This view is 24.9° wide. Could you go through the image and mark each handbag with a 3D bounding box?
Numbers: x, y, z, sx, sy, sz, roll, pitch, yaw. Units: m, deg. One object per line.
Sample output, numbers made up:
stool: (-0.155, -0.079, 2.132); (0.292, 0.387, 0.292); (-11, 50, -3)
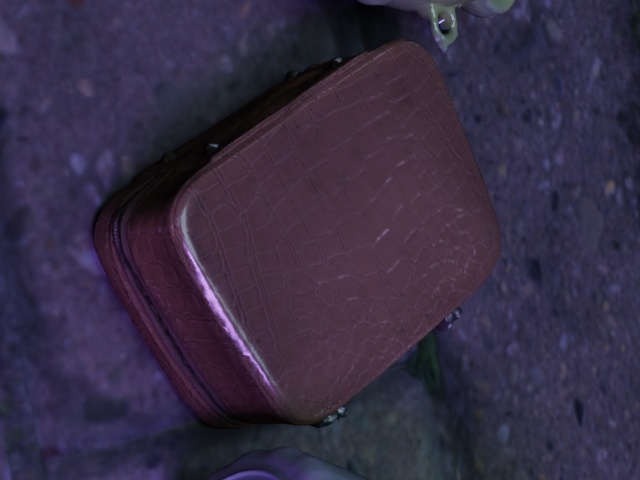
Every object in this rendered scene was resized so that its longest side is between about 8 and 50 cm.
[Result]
handbag: (0.000, 0.000, 0.703); (0.193, 0.072, 0.151); (-40, 109, -39)

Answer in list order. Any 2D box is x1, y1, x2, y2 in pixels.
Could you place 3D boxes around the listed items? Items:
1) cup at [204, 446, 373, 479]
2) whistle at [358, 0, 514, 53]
cup: (0.022, 0.217, 0.630); (0.202, 0.167, 0.221); (31, 63, -30)
whistle: (0.046, -0.239, 0.751); (0.131, 0.106, 0.288); (-4, 87, -47)
